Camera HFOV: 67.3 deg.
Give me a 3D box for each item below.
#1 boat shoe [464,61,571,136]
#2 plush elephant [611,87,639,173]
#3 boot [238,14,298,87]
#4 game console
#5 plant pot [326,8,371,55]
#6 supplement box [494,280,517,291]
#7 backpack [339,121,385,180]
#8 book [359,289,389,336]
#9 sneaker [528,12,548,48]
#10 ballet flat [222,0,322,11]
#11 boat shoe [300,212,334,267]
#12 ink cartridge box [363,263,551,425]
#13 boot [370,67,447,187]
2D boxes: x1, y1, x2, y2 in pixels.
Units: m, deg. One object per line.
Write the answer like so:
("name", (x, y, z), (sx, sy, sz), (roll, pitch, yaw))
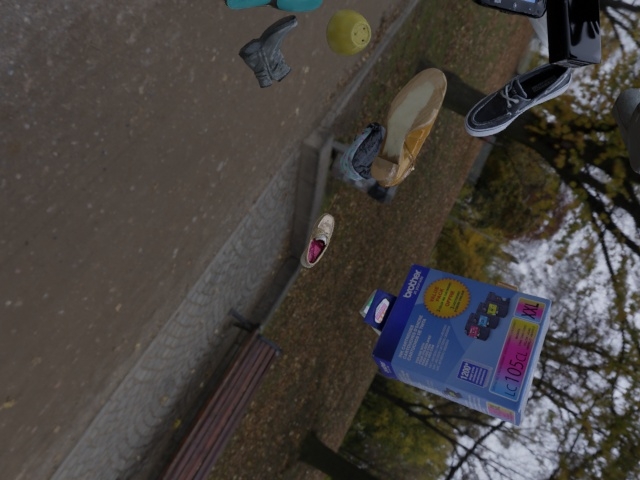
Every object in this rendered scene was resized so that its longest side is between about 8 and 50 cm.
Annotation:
("boat shoe", (0.533, -0.391, 1.311), (0.301, 0.108, 0.102), (-25, 163, 17))
("plush elephant", (0.696, -0.204, 0.833), (0.272, 0.255, 0.330), (57, 35, -60))
("boot", (-0.149, -0.653, 1.674), (0.247, 0.161, 0.083), (-27, -145, 21))
("game console", (0.366, -0.409, 0.801), (0.361, 0.044, 0.213), (-10, 96, -35))
("plant pot", (0.098, -0.621, 1.446), (0.134, 0.134, 0.095), (-63, -146, 12))
("supplement box", (0.591, 0.190, 1.568), (0.233, 0.080, 0.078), (-8, 119, -68))
("backpack", (0.153, -0.275, 1.566), (0.182, 0.152, 0.115), (-50, -162, -17))
("book", (0.195, 0.240, 1.520), (0.035, 0.144, 0.096), (-20, -154, 55))
("sneaker", (0.765, -0.806, 1.593), (0.108, 0.292, 0.169), (-6, 160, -46))
("ballet flat", (-0.158, -0.810, 1.542), (0.349, 0.123, 0.123), (-13, 147, -24))
("boat shoe", (0.000, 0.000, 1.367), (0.170, 0.063, 0.059), (-67, -165, -10))
("ink cartridge box", (0.305, 0.227, 1.144), (0.270, 0.396, 0.151), (-62, 146, -24))
("boot", (0.221, -0.267, 1.192), (0.295, 0.104, 0.211), (-61, 166, 15))
